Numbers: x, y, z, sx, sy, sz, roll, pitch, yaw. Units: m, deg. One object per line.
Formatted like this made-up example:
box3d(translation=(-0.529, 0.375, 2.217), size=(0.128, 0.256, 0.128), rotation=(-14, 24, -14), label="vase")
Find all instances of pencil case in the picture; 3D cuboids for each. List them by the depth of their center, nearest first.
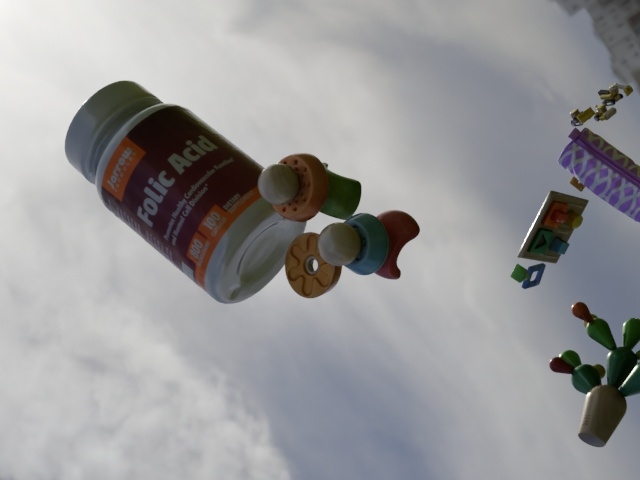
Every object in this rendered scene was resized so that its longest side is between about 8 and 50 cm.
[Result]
box3d(translation=(0.503, -0.108, 1.734), size=(0.206, 0.086, 0.088), rotation=(37, 178, 13), label="pencil case")

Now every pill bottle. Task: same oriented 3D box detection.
box3d(translation=(-0.233, -0.091, 1.719), size=(0.392, 0.224, 0.224), rotation=(38, -160, 21), label="pill bottle")

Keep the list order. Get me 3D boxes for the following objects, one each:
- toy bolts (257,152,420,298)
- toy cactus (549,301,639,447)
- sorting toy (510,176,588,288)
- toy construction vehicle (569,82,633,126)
box3d(translation=(0.000, 0.000, 1.467), size=(0.228, 0.218, 0.158), rotation=(28, -163, 37), label="toy bolts")
box3d(translation=(0.360, 0.162, 1.245), size=(0.112, 0.219, 0.180), rotation=(46, -121, -29), label="toy cactus")
box3d(translation=(0.577, -0.026, 2.482), size=(0.196, 0.347, 0.047), rotation=(6, -157, -48), label="sorting toy")
box3d(translation=(0.475, -0.233, 1.733), size=(0.035, 0.086, 0.098), rotation=(55, 169, -13), label="toy construction vehicle")
